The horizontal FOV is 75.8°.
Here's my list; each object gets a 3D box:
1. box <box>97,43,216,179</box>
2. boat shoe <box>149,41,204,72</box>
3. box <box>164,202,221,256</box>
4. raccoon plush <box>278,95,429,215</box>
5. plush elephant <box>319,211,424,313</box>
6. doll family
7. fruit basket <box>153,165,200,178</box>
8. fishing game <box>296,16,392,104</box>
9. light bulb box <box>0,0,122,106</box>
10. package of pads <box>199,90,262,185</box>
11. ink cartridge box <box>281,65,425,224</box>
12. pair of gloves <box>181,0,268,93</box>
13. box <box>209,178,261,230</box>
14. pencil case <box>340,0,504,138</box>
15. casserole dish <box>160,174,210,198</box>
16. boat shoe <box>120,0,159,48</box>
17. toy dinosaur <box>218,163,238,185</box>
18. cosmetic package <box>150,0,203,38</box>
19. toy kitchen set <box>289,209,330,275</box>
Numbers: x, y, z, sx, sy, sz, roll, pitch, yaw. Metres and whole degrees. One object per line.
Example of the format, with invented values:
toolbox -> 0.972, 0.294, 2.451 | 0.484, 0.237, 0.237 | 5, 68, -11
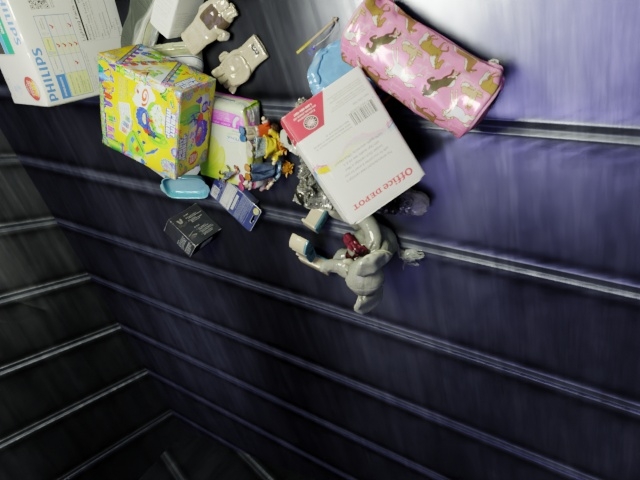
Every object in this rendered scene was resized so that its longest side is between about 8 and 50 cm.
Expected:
box -> -0.502, -0.394, 1.267 | 0.278, 0.177, 0.290 | 28, 129, 7
boat shoe -> -0.521, -0.592, 1.351 | 0.301, 0.109, 0.094 | 3, 84, 9
box -> -0.529, -0.045, 1.707 | 0.158, 0.156, 0.093 | 45, 135, 2
raccoon plush -> 0.096, -0.250, 1.180 | 0.445, 0.216, 0.300 | 3, 109, -2
plush elephant -> 0.121, 0.066, 1.259 | 0.329, 0.255, 0.272 | 20, 128, 23
doll family -> -0.164, -0.256, 1.321 | 0.118, 0.163, 0.263 | 40, 134, 38
fruit basket -> -0.592, -0.379, 1.524 | 0.353, 0.165, 0.327 | 41, 125, -8
fishing game -> 0.060, -0.433, 1.090 | 0.189, 0.041, 0.264 | -42, 91, 11
light bulb box -> -0.882, -0.678, 1.397 | 0.225, 0.361, 0.359 | 13, 125, 27
package of pads -> -0.308, -0.340, 1.392 | 0.228, 0.101, 0.297 | 19, 131, 20
ink cartridge box -> 0.076, -0.226, 1.024 | 0.226, 0.131, 0.307 | -33, 100, -2
pair of gloves -> -0.290, -0.596, 1.250 | 0.204, 0.042, 0.240 | -33, 103, 32
box -> -0.320, -0.152, 1.573 | 0.225, 0.036, 0.136 | 44, 134, 5
pencil case -> 0.226, -0.405, 0.949 | 0.386, 0.167, 0.160 | 36, 168, 10
casserole dish -> -0.523, -0.213, 1.598 | 0.188, 0.037, 0.114 | 0, 143, -1
boat shoe -> -0.552, -0.721, 1.334 | 0.320, 0.103, 0.118 | -44, 70, 38
toy dinosaur -> -0.307, -0.227, 1.390 | 0.081, 0.047, 0.090 | -2, 160, 19
cosmetic package -> -0.410, -0.723, 1.209 | 0.085, 0.117, 0.231 | 42, 133, 2
toy kitchen set -> 0.000, 0.000, 1.436 | 0.122, 0.166, 0.207 | 26, 167, 19
